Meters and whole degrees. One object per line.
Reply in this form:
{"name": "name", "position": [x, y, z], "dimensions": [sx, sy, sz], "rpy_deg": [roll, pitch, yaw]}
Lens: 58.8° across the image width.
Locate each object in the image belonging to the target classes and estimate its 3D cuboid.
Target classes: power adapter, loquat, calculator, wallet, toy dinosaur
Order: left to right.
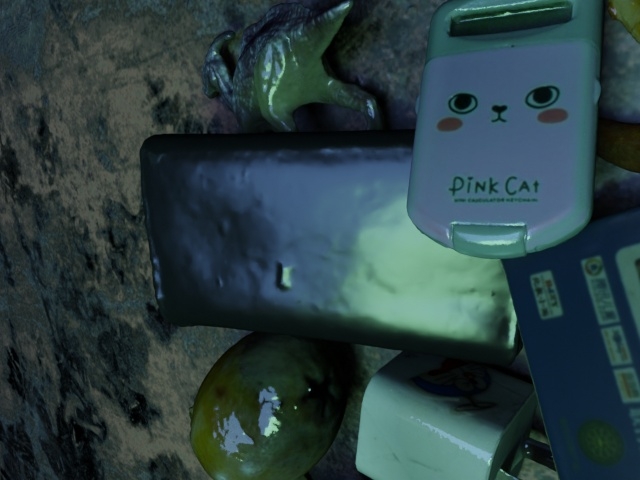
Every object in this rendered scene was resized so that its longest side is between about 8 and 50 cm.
{"name": "loquat", "position": [-0.063, 0.200, 0.691], "dimensions": [0.179, 0.179, 0.227], "rpy_deg": [48, 114, 17]}
{"name": "toy dinosaur", "position": [-0.050, -0.170, 0.632], "dimensions": [0.294, 0.077, 0.162], "rpy_deg": [-4, 108, 41]}
{"name": "wallet", "position": [0.000, 0.000, 0.589], "dimensions": [0.405, 0.062, 0.229], "rpy_deg": [3, 106, 21]}
{"name": "power adapter", "position": [0.155, 0.199, 0.549], "dimensions": [0.204, 0.130, 0.125], "rpy_deg": [17, 114, 33]}
{"name": "calculator", "position": [0.146, -0.105, 0.454], "dimensions": [0.141, 0.045, 0.246], "rpy_deg": [4, 77, 28]}

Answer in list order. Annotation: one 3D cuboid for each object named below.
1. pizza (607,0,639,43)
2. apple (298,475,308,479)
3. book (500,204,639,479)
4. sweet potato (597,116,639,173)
{"name": "pizza", "position": [0.254, -0.179, 0.370], "dimensions": [0.127, 0.058, 0.247], "rpy_deg": [-34, 69, 46]}
{"name": "apple", "position": [-0.055, 0.433, 0.708], "dimensions": [0.291, 0.254, 0.292], "rpy_deg": [17, 119, 34]}
{"name": "book", "position": [0.328, 0.086, 0.312], "dimensions": [0.428, 0.039, 0.300], "rpy_deg": [-22, 74, 43]}
{"name": "sweet potato", "position": [0.306, -0.078, 0.392], "dimensions": [0.255, 0.058, 0.078], "rpy_deg": [-8, 82, 42]}
